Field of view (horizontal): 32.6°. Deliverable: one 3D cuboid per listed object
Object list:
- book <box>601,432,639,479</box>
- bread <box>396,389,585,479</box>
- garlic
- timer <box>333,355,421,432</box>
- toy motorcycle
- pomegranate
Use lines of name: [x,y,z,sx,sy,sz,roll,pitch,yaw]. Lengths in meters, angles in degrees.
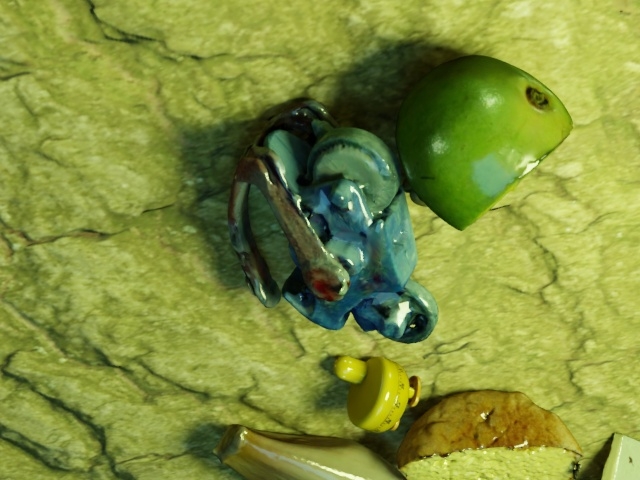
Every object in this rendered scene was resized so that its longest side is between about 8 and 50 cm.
book: [0.547,0.435,1.691,0.289,0.201,0.026,24,167,-18]
bread: [0.240,0.285,1.581,0.260,0.134,0.129,0,139,4]
garlic: [-0.008,0.344,1.630,0.318,0.112,0.143,18,148,-17]
timer: [0.071,0.212,1.531,0.109,0.107,0.107,22,125,-23]
toy motorcycle: [0.013,-0.014,1.336,0.182,0.241,0.319,-35,126,-26]
pomegranate: [0.169,-0.122,1.248,0.190,0.241,0.159,-44,87,1]
